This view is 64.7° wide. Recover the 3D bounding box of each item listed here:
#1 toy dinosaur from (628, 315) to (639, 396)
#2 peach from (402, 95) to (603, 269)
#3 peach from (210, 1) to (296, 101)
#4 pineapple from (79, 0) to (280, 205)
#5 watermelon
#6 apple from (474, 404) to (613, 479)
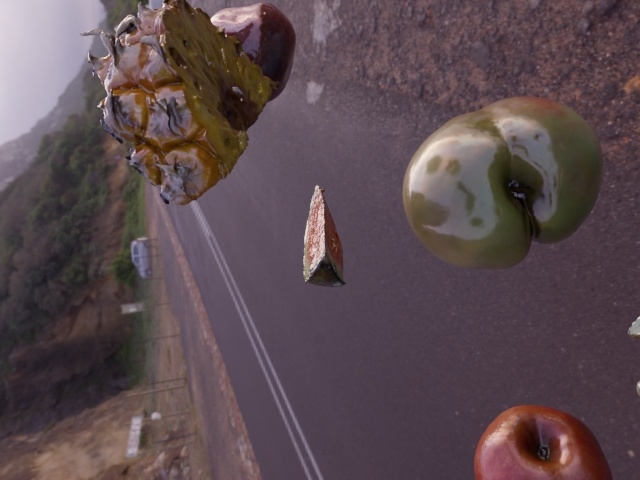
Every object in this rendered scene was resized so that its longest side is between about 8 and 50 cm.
[{"bbox_3d":[0.303,0.082,0.335,0.212,0.142,0.057,-57,-3,29],"label":"toy dinosaur"},{"bbox_3d":[0.269,-0.089,0.779,0.247,0.292,0.292,47,159,-10],"label":"peach"},{"bbox_3d":[-0.109,-0.282,0.774,0.152,0.152,0.152,175,90,-68],"label":"peach"},{"bbox_3d":[-0.107,-0.129,0.394,0.079,0.135,0.233,-35,21,17],"label":"pineapple"},{"bbox_3d":[0.006,-0.001,0.783,0.245,0.063,0.119,-91,3,-62],"label":"watermelon"},{"bbox_3d":[0.374,0.398,0.854,0.218,0.218,0.201,-126,19,-51],"label":"apple"}]
